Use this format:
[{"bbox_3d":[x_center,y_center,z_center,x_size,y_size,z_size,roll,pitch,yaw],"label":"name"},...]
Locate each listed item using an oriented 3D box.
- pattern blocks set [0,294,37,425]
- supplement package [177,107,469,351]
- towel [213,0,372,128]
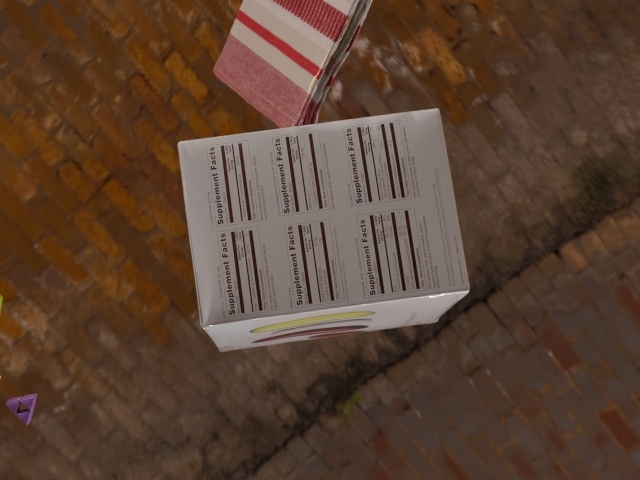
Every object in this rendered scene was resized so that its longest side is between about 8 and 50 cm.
[{"bbox_3d":[-0.540,0.169,1.460,0.325,0.026,0.285,34,-80,0],"label":"pattern blocks set"},{"bbox_3d":[0.000,0.000,0.887,0.203,0.194,0.149,-8,-101,-2],"label":"supplement package"},{"bbox_3d":[-0.012,-0.312,1.325,0.037,0.237,0.329,13,-70,-39],"label":"towel"}]
